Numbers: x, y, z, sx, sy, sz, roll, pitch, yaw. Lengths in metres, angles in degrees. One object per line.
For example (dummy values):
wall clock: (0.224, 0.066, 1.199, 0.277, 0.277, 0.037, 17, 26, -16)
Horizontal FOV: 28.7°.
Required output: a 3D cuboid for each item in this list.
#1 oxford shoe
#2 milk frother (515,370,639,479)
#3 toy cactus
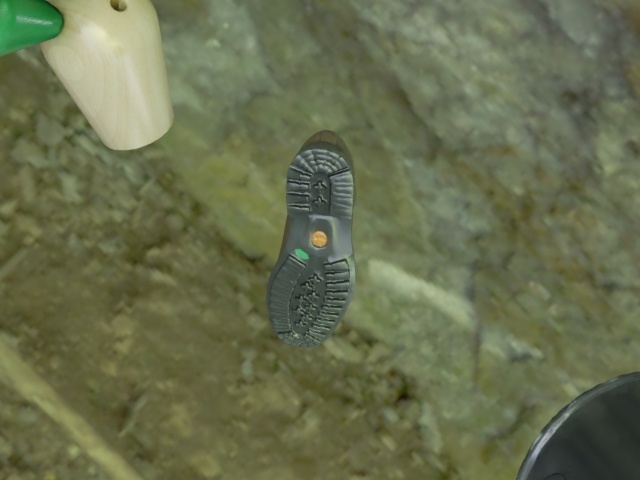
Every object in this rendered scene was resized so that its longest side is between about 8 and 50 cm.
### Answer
oxford shoe: (0.000, 0.000, 1.210, 0.082, 0.227, 0.096, 12, 27, 1)
milk frother: (0.154, 0.121, 0.396, 0.135, 0.143, 0.129, -131, -147, -57)
toy cactus: (-0.111, -0.116, 0.497, 0.219, 0.112, 0.180, -59, 144, -42)
